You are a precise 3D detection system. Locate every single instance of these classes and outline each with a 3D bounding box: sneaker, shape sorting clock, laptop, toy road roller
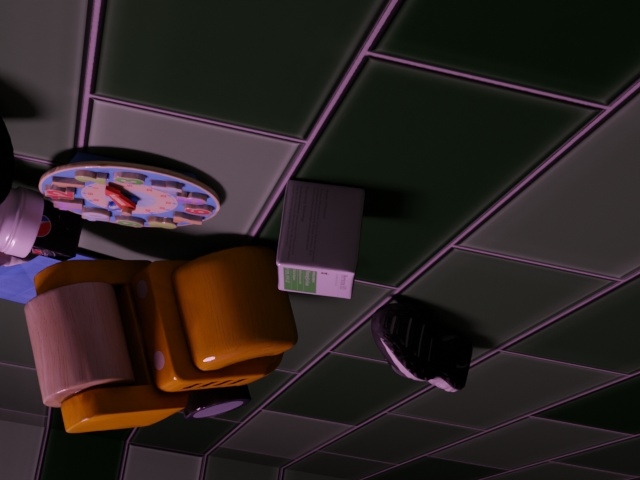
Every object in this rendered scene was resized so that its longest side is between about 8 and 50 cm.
[{"bbox_3d":[0.128,0.158,1.858,0.108,0.100,0.271,5,163,28],"label":"sneaker"},{"bbox_3d":[-0.217,-0.048,1.462,0.206,0.040,0.206,8,163,2],"label":"shape sorting clock"},{"bbox_3d":[-0.493,0.132,1.857,0.236,0.408,0.382,50,148,-12],"label":"laptop"},{"bbox_3d":[-0.182,0.107,1.628,0.329,0.203,0.240,0,157,-44],"label":"toy road roller"}]

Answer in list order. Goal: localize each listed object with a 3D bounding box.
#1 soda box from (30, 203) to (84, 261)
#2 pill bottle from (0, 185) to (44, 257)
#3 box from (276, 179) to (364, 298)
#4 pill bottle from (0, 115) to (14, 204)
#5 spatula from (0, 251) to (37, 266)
[{"bbox_3d":[-0.382,-0.023,1.582,0.169,0.060,0.053,17,165,-24],"label":"soda box"},{"bbox_3d":[-0.420,-0.043,1.459,0.193,0.108,0.108,17,161,-24],"label":"pill bottle"},{"bbox_3d":[0.000,0.000,1.411,0.087,0.102,0.101,6,161,1],"label":"box"},{"bbox_3d":[-0.432,-0.075,1.298,0.219,0.123,0.123,-8,158,19],"label":"pill bottle"},{"bbox_3d":[-0.447,0.003,1.556,0.168,0.019,0.242,27,-172,1],"label":"spatula"}]
